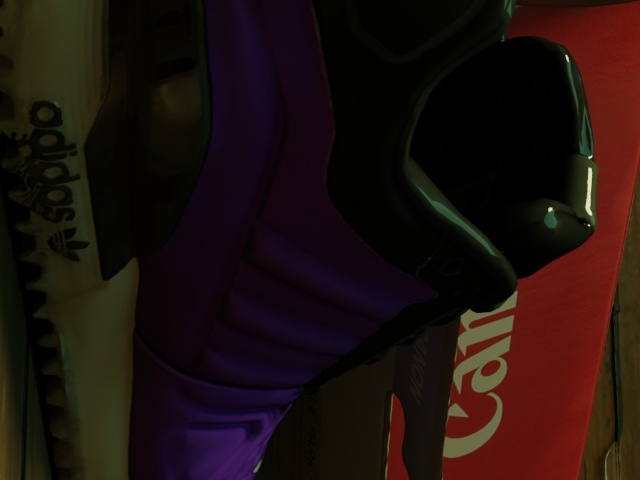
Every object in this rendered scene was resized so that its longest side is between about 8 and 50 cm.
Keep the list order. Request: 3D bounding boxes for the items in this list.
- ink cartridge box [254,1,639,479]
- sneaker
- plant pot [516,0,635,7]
[{"bbox_3d":[0.033,-0.008,0.739,0.272,0.130,0.309,56,-25,39],"label":"ink cartridge box"},{"bbox_3d":[0.000,0.001,0.504,0.293,0.146,0.102,92,-2,-60],"label":"sneaker"},{"bbox_3d":[0.073,-0.234,0.546,0.323,0.323,0.280,-92,-171,-48],"label":"plant pot"}]
